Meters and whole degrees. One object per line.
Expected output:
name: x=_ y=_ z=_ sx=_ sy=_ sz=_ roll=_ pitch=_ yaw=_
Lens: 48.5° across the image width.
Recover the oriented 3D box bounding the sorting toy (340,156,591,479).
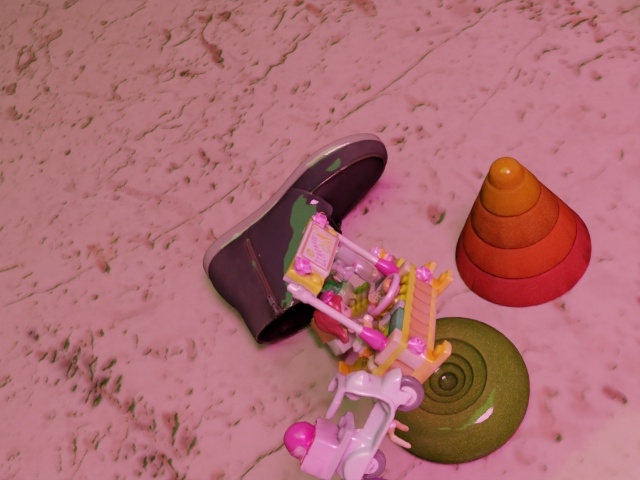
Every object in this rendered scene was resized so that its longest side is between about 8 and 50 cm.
sorting toy: x=0.103 y=0.072 z=0.558 sx=0.127 sy=0.126 sz=0.366 roll=18 pitch=64 yaw=33

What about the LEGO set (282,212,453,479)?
LEGO set: x=0.012 y=0.045 z=0.518 sx=0.132 sy=0.107 sz=0.287 roll=-57 pitch=8 yaw=8

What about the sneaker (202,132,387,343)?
sneaker: x=0.000 y=0.000 z=0.695 sx=0.222 sy=0.083 sz=0.118 roll=-41 pitch=55 yaw=2
